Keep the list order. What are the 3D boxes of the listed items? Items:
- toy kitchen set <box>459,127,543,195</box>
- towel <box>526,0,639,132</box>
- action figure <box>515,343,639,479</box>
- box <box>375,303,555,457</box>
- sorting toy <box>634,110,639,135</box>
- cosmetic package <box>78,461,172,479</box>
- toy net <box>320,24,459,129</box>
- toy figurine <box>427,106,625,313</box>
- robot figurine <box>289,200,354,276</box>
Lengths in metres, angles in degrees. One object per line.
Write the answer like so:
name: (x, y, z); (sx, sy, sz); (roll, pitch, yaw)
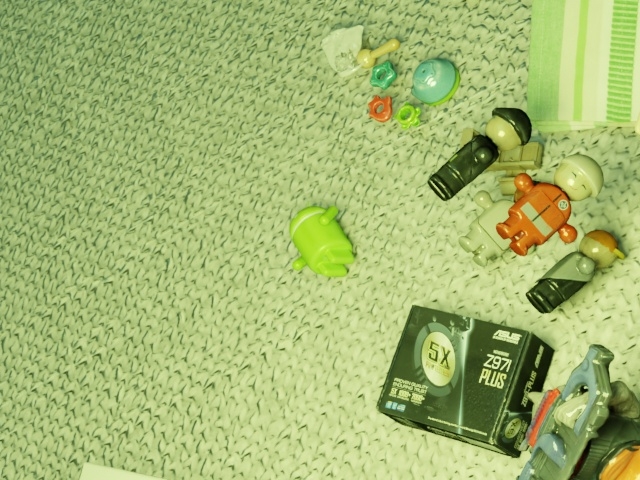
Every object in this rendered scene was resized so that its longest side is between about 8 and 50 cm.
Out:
toy kitchen set: (0.235, -0.103, 2.028); (0.083, 0.075, 0.068); (-1, 70, 37)
towel: (0.417, -0.258, 1.965); (0.325, 0.038, 0.248); (4, 90, 35)
action figure: (0.329, 0.305, 1.773); (0.330, 0.178, 0.341); (57, 131, 43)
box: (0.181, 0.175, 1.938); (0.180, 0.077, 0.147); (13, 76, 36)
sorting toy: (0.528, -0.210, 1.817); (0.255, 0.089, 0.257); (17, 90, 10)
cosmetic package: (-0.120, 0.400, 1.948); (0.385, 0.217, 0.156); (3, 71, 35)
toy net: (0.085, -0.232, 2.206); (0.232, 0.045, 0.122); (28, 88, 40)
toy figurine: (0.259, -0.039, 1.903); (0.148, 0.209, 0.213); (-42, 45, -10)
robot figurine: (0.000, 0.000, 2.139); (0.115, 0.067, 0.101); (57, 133, 35)
